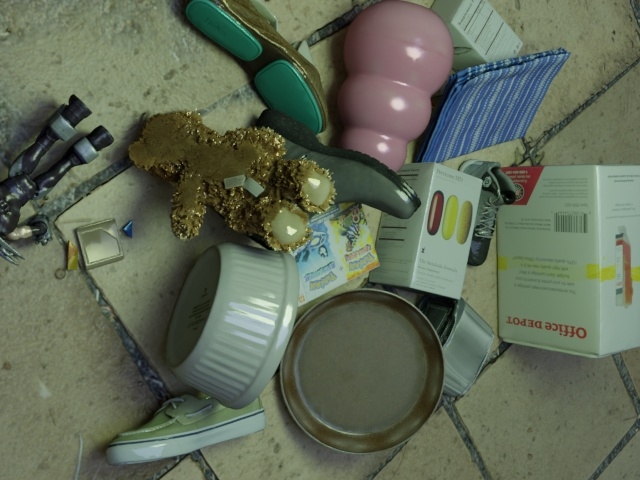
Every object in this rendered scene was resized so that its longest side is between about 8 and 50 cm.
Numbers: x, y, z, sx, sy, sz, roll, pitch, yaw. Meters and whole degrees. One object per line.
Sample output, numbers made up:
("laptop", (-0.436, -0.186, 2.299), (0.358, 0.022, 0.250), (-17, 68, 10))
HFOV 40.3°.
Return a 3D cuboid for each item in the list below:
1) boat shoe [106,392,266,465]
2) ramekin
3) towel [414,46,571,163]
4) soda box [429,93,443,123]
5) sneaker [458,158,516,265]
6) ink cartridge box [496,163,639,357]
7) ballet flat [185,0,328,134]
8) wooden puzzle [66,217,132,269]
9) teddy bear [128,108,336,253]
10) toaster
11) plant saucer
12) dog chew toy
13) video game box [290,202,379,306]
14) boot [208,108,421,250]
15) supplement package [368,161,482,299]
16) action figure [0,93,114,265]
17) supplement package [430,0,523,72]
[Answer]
("boat shoe", (-0.227, 0.307, 1.475), (0.302, 0.109, 0.094), (-7, 81, -42))
("ramekin", (-0.151, 0.126, 1.416), (0.127, 0.273, 0.273), (22, 80, -22))
("towel", (0.350, -0.265, 1.770), (0.336, 0.040, 0.243), (-19, 146, -33))
("soda box", (0.308, -0.287, 1.815), (0.181, 0.061, 0.058), (-21, 105, -31))
("sneaker", (0.348, -0.056, 1.812), (0.086, 0.132, 0.229), (-7, 96, -34))
("ink cartridge box", (0.525, 0.032, 1.851), (0.160, 0.279, 0.385), (-4, 95, -35))
("ballet flat", (-0.091, -0.337, 1.531), (0.342, 0.116, 0.124), (42, 51, -24))
("wooden puzzle", (-0.358, 0.006, 1.411), (0.116, 0.014, 0.078), (-10, 103, -33))
("teddy bear", (-0.141, -0.093, 1.412), (0.338, 0.113, 0.245), (10, 66, 7))
("toaster", (0.255, 0.207, 1.768), (0.146, 0.129, 0.227), (39, 72, -33))
("plant saucer", (0.077, 0.243, 1.633), (0.310, 0.050, 0.310), (0, 92, -7))
("dog chew toy", (0.123, -0.269, 1.619), (0.206, 0.206, 0.332), (13, 94, -34))
("video game box", (0.000, 0.000, 1.632), (0.205, 0.048, 0.187), (-26, 108, -30))
("boot", (-0.015, -0.062, 1.518), (0.338, 0.118, 0.223), (26, 73, 10))
("supplement package", (0.207, -0.020, 1.717), (0.139, 0.134, 0.244), (14, 84, -34))
("action figure", (-0.441, -0.087, 1.305), (0.285, 0.099, 0.185), (-47, 123, -19))
("supplement package", (0.308, -0.417, 1.782), (0.179, 0.105, 0.105), (39, 72, -29))
